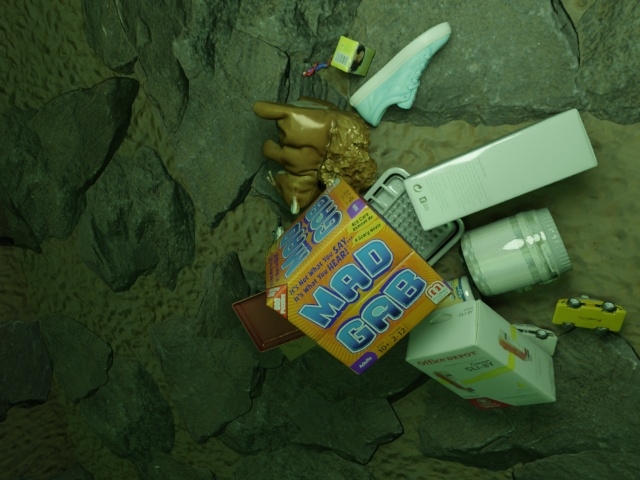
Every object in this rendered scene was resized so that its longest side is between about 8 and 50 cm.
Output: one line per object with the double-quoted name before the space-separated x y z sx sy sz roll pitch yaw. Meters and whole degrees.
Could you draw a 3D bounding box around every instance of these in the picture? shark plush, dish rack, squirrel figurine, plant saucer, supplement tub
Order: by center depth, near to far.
"squirrel figurine" -0.013 -0.261 1.380 0.398 0.281 0.369 19 120 19
"supplement tub" 0.440 0.216 1.415 0.200 0.144 0.144 -24 97 27
"dish rack" 0.295 -0.063 1.424 0.333 0.072 0.285 42 117 5
"shark plush" -0.179 -0.020 1.646 0.067 0.073 0.161 22 124 48
"plant saucer" -0.192 0.313 1.691 0.259 0.047 0.258 -23 108 11

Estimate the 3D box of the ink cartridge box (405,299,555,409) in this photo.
"ink cartridge box" 0.509 0.381 1.319 0.385 0.160 0.279 36 140 -19

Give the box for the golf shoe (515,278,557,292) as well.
"golf shoe" 0.696 0.101 1.319 0.176 0.069 0.085 -28 89 26

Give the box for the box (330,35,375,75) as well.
"box" 0.105 -0.557 1.246 0.058 0.232 0.087 28 117 9

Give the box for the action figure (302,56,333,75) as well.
"action figure" -0.011 -0.591 1.394 0.115 0.038 0.030 -21 121 25

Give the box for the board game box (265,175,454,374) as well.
"board game box" 0.087 0.086 1.214 0.356 0.356 0.356 -45 110 9

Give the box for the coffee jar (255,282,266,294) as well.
"coffee jar" -0.234 0.280 1.750 0.096 0.079 0.184 13 111 10

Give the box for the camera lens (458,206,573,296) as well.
"camera lens" 0.585 0.039 1.254 0.275 0.219 0.219 -22 98 27

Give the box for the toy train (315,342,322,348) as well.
"toy train" 0.093 0.318 1.580 0.191 0.142 0.333 15 126 10

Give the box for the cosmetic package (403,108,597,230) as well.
"cosmetic package" 0.483 -0.196 1.173 0.454 0.230 0.161 -22 96 18

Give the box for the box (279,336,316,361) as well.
"box" -0.112 0.418 1.780 0.201 0.021 0.164 -39 90 29

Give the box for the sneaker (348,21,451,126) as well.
"sneaker" 0.267 -0.498 1.269 0.366 0.135 0.150 -34 100 36

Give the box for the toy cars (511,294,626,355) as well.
"toy cars" 0.761 0.273 1.339 0.394 0.087 0.176 -37 103 32
